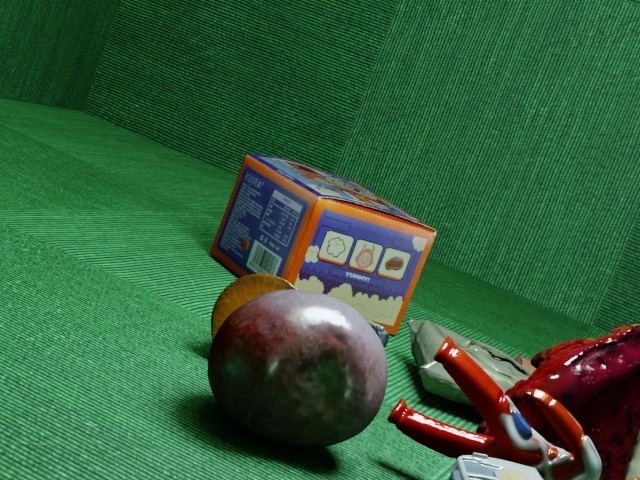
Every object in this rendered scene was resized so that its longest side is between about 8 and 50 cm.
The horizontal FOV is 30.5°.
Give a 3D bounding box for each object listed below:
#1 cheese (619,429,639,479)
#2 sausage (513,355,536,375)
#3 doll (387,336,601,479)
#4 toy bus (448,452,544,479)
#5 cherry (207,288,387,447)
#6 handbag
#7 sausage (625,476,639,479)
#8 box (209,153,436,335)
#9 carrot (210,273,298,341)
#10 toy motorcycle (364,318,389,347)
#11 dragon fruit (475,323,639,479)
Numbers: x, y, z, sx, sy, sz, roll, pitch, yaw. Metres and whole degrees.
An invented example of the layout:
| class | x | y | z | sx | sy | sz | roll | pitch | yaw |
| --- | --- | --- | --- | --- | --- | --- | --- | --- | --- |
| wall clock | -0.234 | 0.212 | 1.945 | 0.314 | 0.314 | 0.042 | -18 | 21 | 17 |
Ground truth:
| class | x | y | z | sx | sy | sz | roll | pitch | yaw |
| --- | --- | --- | --- | --- | --- | --- | --- | --- | --- |
| cheese | 0.584 | 0.389 | 1.871 | 0.326 | 0.115 | 0.318 | 31 | 6 | 19 |
| sausage | 0.474 | 0.294 | 2.453 | 0.169 | 0.065 | 0.065 | 19 | 8 | -19 |
| doll | 0.278 | 0.295 | 1.540 | 0.384 | 0.188 | 0.099 | 40 | 32 | 7 |
| toy bus | 0.217 | 0.346 | 1.331 | 0.138 | 0.097 | 0.342 | 14 | 10 | -3 |
| cherry | -0.034 | 0.157 | 1.534 | 0.239 | 0.206 | 0.239 | 11 | 17 | -3 |
| handbag | 0.277 | 0.243 | 2.119 | 0.253 | 0.109 | 0.316 | 25 | 7 | -5 |
| sausage | 0.481 | 0.413 | 1.529 | 0.076 | 0.103 | 0.302 | -20 | 21 | -11 |
| box | 0.000 | 0.000 | 2.496 | 0.318 | 0.257 | 0.348 | 15 | 10 | -32 |
| carrot | -0.077 | 0.139 | 1.852 | 0.159 | 0.159 | 0.225 | 22 | -3 | 9 |
| toy motorcycle | 0.062 | 0.171 | 2.214 | 0.193 | 0.061 | 0.124 | 18 | 11 | -30 |
| dragon fruit | 0.413 | 0.263 | 1.802 | 0.240 | 0.330 | 0.302 | 43 | 7 | 1 |
